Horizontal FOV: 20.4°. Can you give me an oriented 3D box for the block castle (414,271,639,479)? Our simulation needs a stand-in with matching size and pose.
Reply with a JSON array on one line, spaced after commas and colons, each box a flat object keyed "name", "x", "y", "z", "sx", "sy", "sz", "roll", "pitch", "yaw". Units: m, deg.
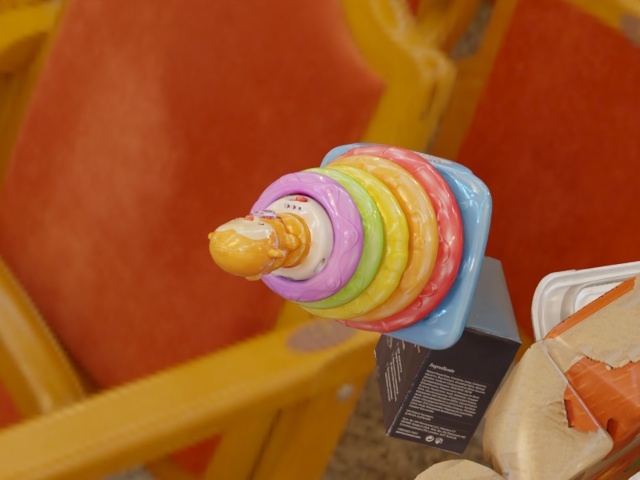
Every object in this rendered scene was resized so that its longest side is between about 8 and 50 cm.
[{"name": "block castle", "x": 0.251, "y": 0.147, "z": 0.844, "sx": 0.453, "sy": 0.213, "sz": 0.303, "roll": -31, "pitch": 73, "yaw": -18}]

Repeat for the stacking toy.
[{"name": "stacking toy", "x": 0.000, "y": 0.000, "z": 1.456, "sx": 0.175, "sy": 0.166, "sz": 0.302, "roll": 16, "pitch": 8, "yaw": 29}]

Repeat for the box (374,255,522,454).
[{"name": "box", "x": 0.131, "y": 0.112, "z": 1.878, "sx": 0.093, "sy": 0.158, "sz": 0.156, "roll": 16, "pitch": 30, "yaw": -14}]

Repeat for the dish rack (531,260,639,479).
[{"name": "dish rack", "x": 0.372, "y": 0.160, "z": 1.948, "sx": 0.072, "sy": 0.286, "sz": 0.332, "roll": -15, "pitch": -6, "yaw": 42}]
